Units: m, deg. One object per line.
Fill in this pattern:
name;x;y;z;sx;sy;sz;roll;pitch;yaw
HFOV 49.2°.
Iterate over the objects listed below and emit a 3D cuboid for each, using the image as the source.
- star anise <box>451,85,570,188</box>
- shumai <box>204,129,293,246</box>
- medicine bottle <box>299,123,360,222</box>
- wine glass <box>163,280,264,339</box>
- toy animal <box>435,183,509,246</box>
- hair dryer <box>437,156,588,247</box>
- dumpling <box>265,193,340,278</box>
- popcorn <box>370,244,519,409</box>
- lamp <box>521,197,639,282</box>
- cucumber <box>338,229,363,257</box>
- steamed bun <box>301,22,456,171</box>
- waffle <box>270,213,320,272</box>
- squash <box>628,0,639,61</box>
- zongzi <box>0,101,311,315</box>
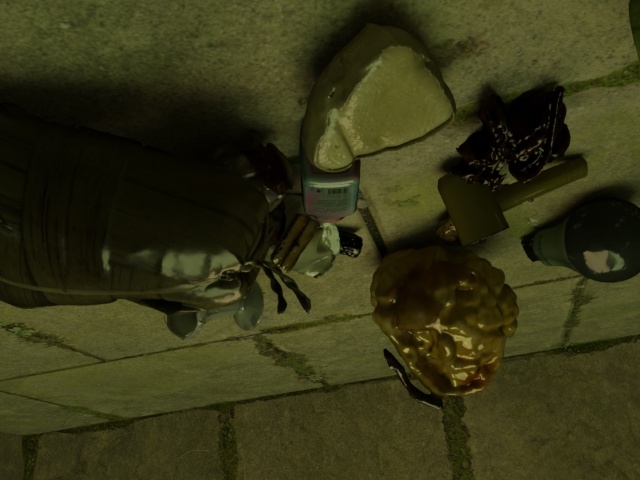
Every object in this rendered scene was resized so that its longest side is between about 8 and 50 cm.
star anise;0.303;-0.148;1.118;0.190;0.125;0.220;-11;160;19
shumai;-0.150;-0.094;1.118;0.218;0.184;0.185;20;112;4
medicine bottle;0.015;-0.103;1.138;0.094;0.119;0.188;-2;157;-1
wine glass;-0.243;0.148;1.619;0.196;0.165;0.165;7;154;-39
toy animal;0.311;-0.048;1.448;0.149;0.054;0.275;-12;156;5
hair dryer;0.360;-0.100;1.282;0.279;0.135;0.090;-22;173;-10
dumpling;-0.050;-0.017;1.332;0.155;0.111;0.181;-48;135;10
popcorn;0.267;0.185;1.589;0.349;0.381;0.349;13;160;5
lamp;0.563;-0.005;1.526;0.314;0.182;0.182;6;172;46
cucumber;0.000;0.000;1.461;0.187;0.058;0.058;7;154;-25
steamed bun;0.056;-0.194;0.949;0.212;0.110;0.231;-32;148;13
waffle;-0.046;0.001;1.207;0.042;0.102;0.148;33;-179;-5
squash;0.544;-0.271;0.790;0.309;0.210;0.234;-21;168;39
zongzi;-0.266;0.037;1.065;0.500;0.218;0.467;15;152;-3
